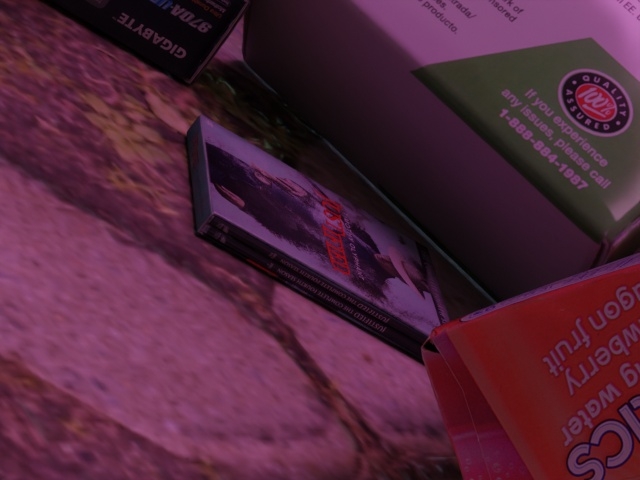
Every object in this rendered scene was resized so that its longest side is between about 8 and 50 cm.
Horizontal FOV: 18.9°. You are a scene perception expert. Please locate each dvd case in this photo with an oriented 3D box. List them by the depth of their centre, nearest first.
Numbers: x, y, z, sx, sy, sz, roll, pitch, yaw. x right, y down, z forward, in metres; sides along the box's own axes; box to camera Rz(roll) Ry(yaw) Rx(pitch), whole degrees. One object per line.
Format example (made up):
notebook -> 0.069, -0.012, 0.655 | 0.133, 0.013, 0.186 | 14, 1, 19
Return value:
dvd case -> 0.000, 0.000, 0.772 | 0.119, 0.013, 0.087 | 31, 21, -21

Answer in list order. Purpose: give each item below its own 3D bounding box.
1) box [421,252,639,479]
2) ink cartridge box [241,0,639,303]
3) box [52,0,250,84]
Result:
box -> 0.173, 0.059, 0.685 | 0.300, 0.154, 0.142 | -11, 83, -65
ink cartridge box -> 0.140, -0.127, 0.885 | 0.211, 0.289, 0.121 | 45, -22, 15
box -> -0.139, -0.177, 0.857 | 0.220, 0.051, 0.175 | 30, 22, -24
